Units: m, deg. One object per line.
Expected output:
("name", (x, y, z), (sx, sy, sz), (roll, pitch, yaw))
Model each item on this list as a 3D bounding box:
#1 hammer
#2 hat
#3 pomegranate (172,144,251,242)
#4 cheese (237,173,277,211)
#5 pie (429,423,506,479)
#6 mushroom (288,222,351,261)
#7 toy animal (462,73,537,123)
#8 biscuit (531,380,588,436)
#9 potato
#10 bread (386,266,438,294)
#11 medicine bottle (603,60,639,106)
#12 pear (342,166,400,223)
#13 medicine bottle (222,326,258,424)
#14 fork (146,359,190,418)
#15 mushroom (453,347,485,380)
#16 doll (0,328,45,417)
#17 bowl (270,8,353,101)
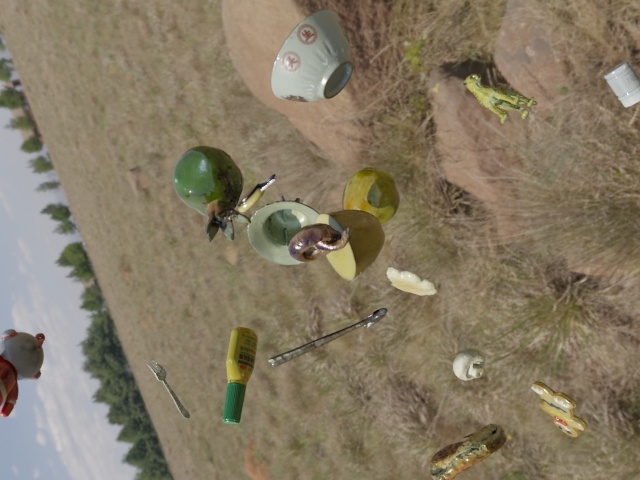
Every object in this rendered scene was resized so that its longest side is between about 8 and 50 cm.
("hammer", (0.019, 0.228, 1.275), (0.125, 0.297, 0.027), (104, 141, -69))
("hat", (-0.105, -0.055, 1.779), (0.130, 0.258, 0.257), (-90, -3, -54))
("pomegranate", (-0.212, -0.095, 1.084), (0.152, 0.131, 0.191), (45, -162, -54))
("cheese", (-0.191, -0.153, 1.679), (0.036, 0.086, 0.162), (43, 122, -15))
("pie", (0.512, 0.725, 1.881), (0.085, 0.308, 0.308), (57, 155, 18))
("mushroom", (0.000, -0.002, 1.371), (0.135, 0.171, 0.080), (24, -127, -66))
("toy animal", (0.445, -0.357, 1.342), (0.136, 0.181, 0.073), (42, 128, 28))
("biscuit", (0.747, 0.539, 1.694), (0.158, 0.035, 0.240), (21, 148, 56))
("potato", (0.102, -0.006, 1.507), (0.203, 0.158, 0.178), (49, 150, 46))
("bread", (0.350, 0.164, 2.057), (0.182, 0.038, 0.251), (16, 166, 22))
("medicine bottle", (0.707, -0.362, 1.258), (0.091, 0.058, 0.058), (54, 157, -4))
("pear", (0.161, -0.136, 1.752), (0.200, 0.200, 0.199), (47, 149, 40))
("medicine bottle", (-0.226, 0.371, 1.500), (0.064, 0.095, 0.260), (-14, 55, 32))
("fork", (-0.453, 0.454, 1.641), (0.029, 0.034, 0.219), (-15, 109, 37))
("mushroom", (0.363, 0.302, 1.319), (0.067, 0.084, 0.083), (40, 144, 56))
("doll", (-0.623, 0.254, 1.079), (0.245, 0.076, 0.142), (-82, -26, -67))
("bowl", (0.004, -0.577, 1.820), (0.157, 0.337, 0.337), (42, 149, 16))
